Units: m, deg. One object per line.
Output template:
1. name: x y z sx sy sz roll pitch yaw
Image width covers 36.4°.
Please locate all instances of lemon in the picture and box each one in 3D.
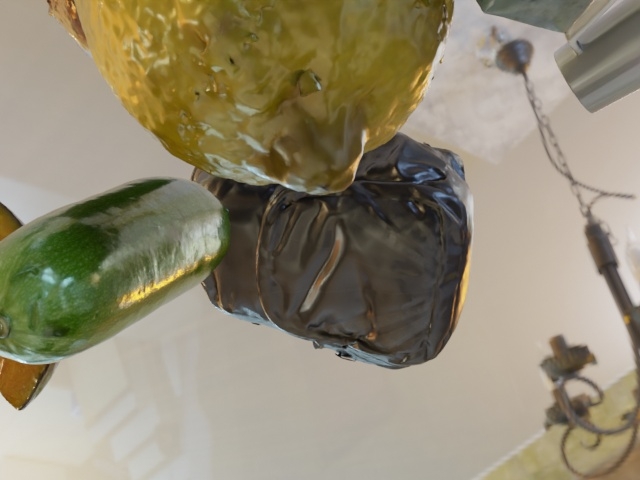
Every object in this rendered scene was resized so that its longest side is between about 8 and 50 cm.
1. lemon: -0.038 -0.168 0.625 0.245 0.320 0.245 -14 -29 -8

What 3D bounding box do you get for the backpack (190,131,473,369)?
1. backpack: 0.000 0.000 1.420 0.445 0.255 0.363 10 -63 11

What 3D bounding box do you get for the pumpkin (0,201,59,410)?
1. pumpkin: -0.341 0.053 1.041 0.148 0.312 0.169 -48 -22 -6

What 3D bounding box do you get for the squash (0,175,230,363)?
1. squash: -0.140 0.007 0.726 0.101 0.101 0.378 -25 2 16

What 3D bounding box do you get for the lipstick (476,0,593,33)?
1. lipstick: 0.178 -0.238 0.500 0.076 0.077 0.290 8 -38 -27

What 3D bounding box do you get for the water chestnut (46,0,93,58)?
1. water chestnut: -0.206 -0.361 1.119 0.302 0.350 0.350 19 -46 -6

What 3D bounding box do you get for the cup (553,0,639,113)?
1. cup: 0.243 -0.164 0.768 0.116 0.074 0.104 -31 -42 25
